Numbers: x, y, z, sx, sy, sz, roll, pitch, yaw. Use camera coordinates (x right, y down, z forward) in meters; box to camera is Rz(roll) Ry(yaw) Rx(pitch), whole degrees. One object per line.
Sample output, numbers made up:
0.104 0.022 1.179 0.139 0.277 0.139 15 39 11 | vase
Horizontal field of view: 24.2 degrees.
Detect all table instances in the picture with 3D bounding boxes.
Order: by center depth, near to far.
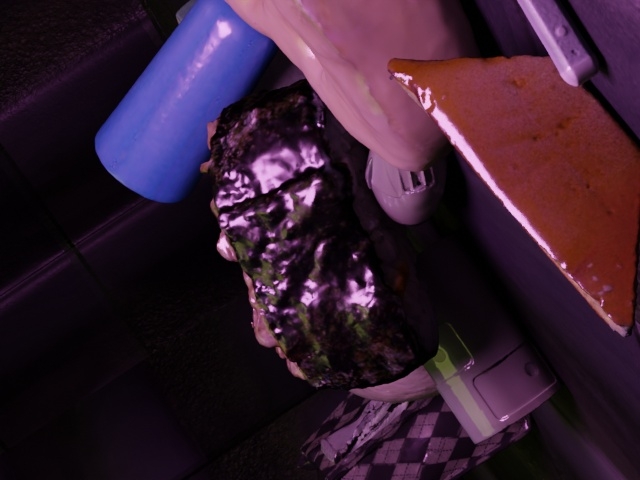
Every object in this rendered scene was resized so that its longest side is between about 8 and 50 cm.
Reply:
0.169 0.113 1.744 0.220 0.126 0.126 55 175 5 | table

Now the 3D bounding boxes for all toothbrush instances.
0.077 -0.245 0.936 0.342 0.025 0.030 57 -178 -3 | toothbrush

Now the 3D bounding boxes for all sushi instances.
0.000 0.000 1.623 0.350 0.171 0.211 68 -162 -7 | sushi

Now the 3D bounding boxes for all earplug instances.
-0.136 -0.183 1.700 0.132 0.273 0.132 27 -149 -18 | earplug

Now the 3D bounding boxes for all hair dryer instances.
0.068 -0.144 1.515 0.219 0.088 0.225 94 158 -72 | hair dryer

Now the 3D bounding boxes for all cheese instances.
0.007 -0.205 1.246 0.328 0.129 0.351 58 174 -3 | cheese

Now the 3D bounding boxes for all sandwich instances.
0.157 -0.051 1.024 0.258 0.096 0.094 53 -179 19 | sandwich

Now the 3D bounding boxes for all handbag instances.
0.119 0.291 2.263 0.180 0.317 0.416 51 176 -8 | handbag

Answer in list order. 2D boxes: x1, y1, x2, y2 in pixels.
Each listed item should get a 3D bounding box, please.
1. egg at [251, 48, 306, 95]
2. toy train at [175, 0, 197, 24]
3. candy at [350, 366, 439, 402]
-0.051 -0.168 1.819 0.236 0.169 0.169 54 174 23 | egg
-0.050 -0.166 2.042 0.369 0.150 0.237 51 167 35 | toy train
0.069 0.107 1.918 0.295 0.185 0.295 23 -165 -6 | candy
